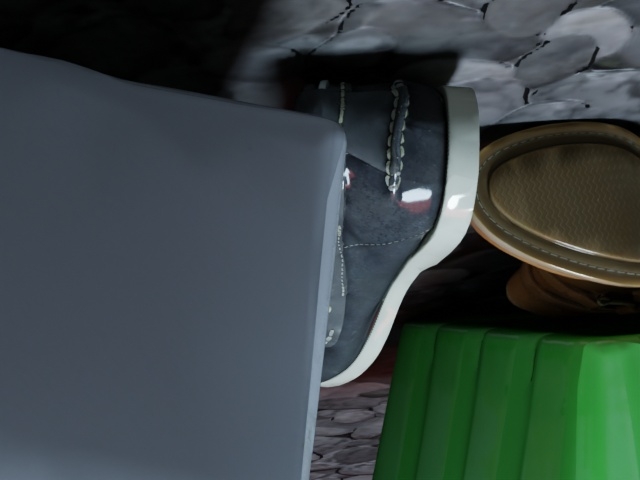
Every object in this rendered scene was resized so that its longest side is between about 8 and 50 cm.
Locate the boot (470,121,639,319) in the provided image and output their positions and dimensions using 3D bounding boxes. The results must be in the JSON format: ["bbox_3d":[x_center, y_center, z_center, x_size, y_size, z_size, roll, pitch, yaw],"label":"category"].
[{"bbox_3d":[0.126,0.004,0.780,0.197,0.073,0.152,7,164,-24],"label":"boot"}]

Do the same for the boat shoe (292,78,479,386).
[{"bbox_3d":[0.000,0.000,0.702,0.079,0.084,0.233,2,155,-13],"label":"boat shoe"}]

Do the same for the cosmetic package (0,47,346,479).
[{"bbox_3d":[-0.149,0.113,0.672,0.230,0.161,0.453,10,149,-7],"label":"cosmetic package"}]

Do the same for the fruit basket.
[{"bbox_3d":[0.152,0.222,0.869,0.283,0.392,0.392,-3,161,-14],"label":"fruit basket"}]
